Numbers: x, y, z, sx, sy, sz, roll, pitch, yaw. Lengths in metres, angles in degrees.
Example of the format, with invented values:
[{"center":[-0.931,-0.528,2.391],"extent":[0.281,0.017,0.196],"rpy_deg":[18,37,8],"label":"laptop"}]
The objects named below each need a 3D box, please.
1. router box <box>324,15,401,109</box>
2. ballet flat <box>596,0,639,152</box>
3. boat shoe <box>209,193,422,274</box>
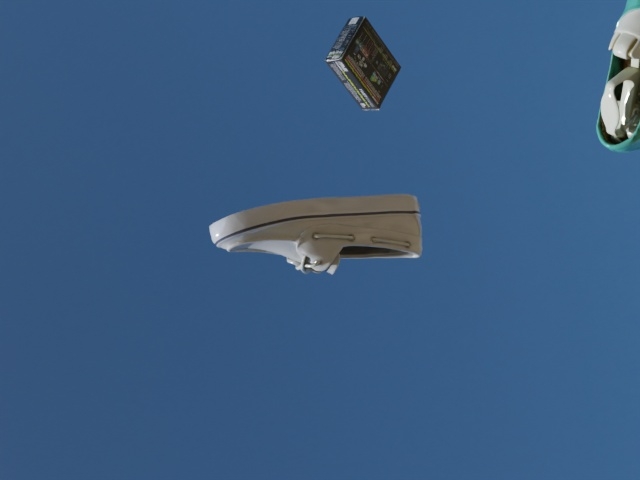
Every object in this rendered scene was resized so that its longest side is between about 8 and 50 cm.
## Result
[{"center":[0.069,-0.281,1.566],"extent":[0.122,0.038,0.092],"rpy_deg":[48,-120,-38],"label":"router box"},{"center":[0.417,-0.229,1.298],"extent":[0.087,0.083,0.247],"rpy_deg":[-21,-56,-40],"label":"ballet flat"},{"center":[0.000,0.000,1.207],"extent":[0.268,0.096,0.088],"rpy_deg":[-5,-102,-21],"label":"boat shoe"}]
